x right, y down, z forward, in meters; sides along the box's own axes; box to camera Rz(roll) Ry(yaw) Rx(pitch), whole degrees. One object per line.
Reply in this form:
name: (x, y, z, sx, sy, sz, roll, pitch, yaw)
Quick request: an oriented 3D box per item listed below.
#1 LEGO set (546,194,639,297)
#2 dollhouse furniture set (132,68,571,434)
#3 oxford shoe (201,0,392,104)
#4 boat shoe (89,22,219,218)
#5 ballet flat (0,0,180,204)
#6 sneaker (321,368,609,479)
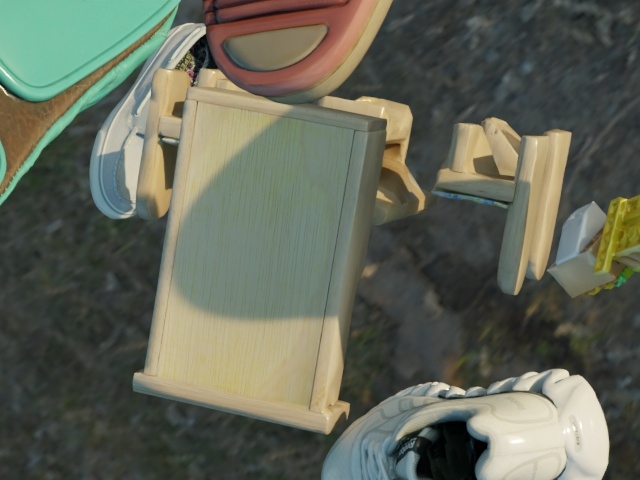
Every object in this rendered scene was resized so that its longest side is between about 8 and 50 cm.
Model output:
LEGO set: (0.245, -0.033, 1.024, 0.107, 0.132, 0.287, 23, 125, -17)
dollhouse furniture set: (0.000, 0.000, 1.686, 0.362, 0.394, 0.256, 12, 98, 14)
oxford shoe: (0.030, -0.198, 1.006, 0.123, 0.348, 0.130, -1, 146, 26)
boat shoe: (-0.157, -0.126, 1.884, 0.079, 0.227, 0.081, 36, 156, -28)
ballet flat: (-0.133, -0.041, 0.618, 0.087, 0.247, 0.083, -31, 99, 39)
sneaker: (0.080, 0.163, 1.423, 0.292, 0.118, 0.110, -24, 79, 51)
